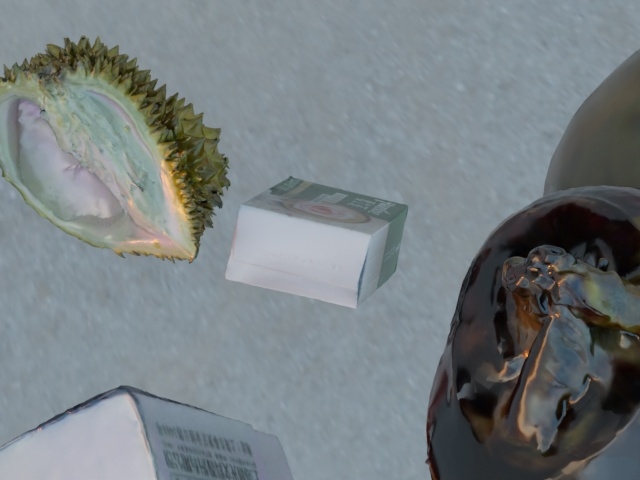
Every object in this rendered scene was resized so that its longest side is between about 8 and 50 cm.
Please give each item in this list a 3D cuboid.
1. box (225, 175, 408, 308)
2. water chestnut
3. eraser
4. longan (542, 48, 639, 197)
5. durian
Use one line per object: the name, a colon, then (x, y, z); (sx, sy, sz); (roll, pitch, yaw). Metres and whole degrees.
box: (0.000, 0.000, 1.868); (0.135, 0.199, 0.081); (13, 104, 10)
water chestnut: (0.152, 0.074, 0.985); (0.224, 0.224, 0.238); (-47, 137, 7)
eraser: (-0.118, 0.178, 1.333); (0.130, 0.086, 0.287); (-25, 162, 11)
longan: (0.357, 0.006, 1.377); (0.404, 0.405, 0.336); (-17, 152, -9)
durian: (-0.199, -0.095, 1.779); (0.249, 0.183, 0.138); (41, 58, -14)
